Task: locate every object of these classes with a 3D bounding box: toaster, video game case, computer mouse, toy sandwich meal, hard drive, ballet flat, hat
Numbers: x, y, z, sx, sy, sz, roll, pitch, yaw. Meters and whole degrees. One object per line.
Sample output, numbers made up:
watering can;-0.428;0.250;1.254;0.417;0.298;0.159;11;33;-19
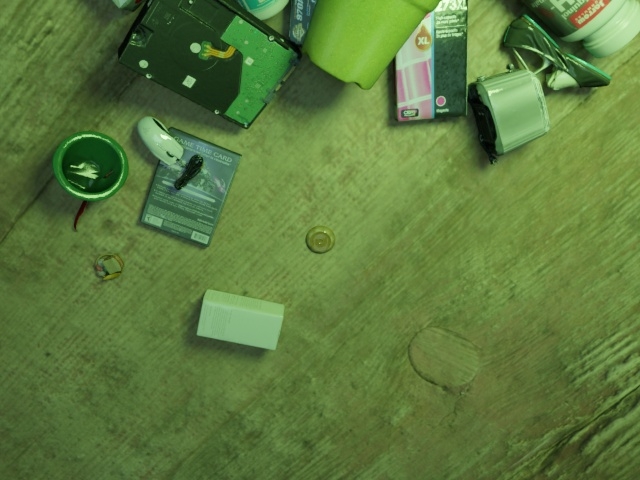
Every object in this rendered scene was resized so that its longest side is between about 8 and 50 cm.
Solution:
toaster;0.465;-0.313;1.238;0.146;0.129;0.227;-22;107;4
video game case;-0.347;-0.137;1.336;0.196;0.026;0.274;21;107;-8
computer mouse;-0.391;-0.227;1.267;0.106;0.042;0.193;-40;106;13
toy sandwich meal;-0.591;0.075;1.402;0.086;0.029;0.085;0;110;-1
hard drive;-0.237;-0.417;1.118;0.339;0.064;0.237;21;125;-39
ballet flat;0.565;-0.434;1.223;0.280;0.095;0.096;34;115;-2
hat;-0.626;-0.167;1.319;0.173;0.183;0.208;44;62;-21

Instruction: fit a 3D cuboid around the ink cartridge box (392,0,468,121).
ink cartridge box;0.262;-0.482;1.210;0.176;0.069;0.370;-5;107;0

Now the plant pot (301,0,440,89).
plant pot;0.092;-0.477;1.065;0.276;0.276;0.254;26;117;-10

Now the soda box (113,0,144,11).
soda box;-0.503;-0.658;1.108;0.091;0.098;0.286;-37;107;11

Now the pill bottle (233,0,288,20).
pill bottle;-0.167;-0.602;1.041;0.146;0.264;0.146;-6;68;16

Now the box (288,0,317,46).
box;0.018;-0.566;1.177;0.175;0.051;0.220;3;110;-3

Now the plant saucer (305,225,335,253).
plant saucer;0.000;0.000;1.397;0.083;0.015;0.083;0;109;-1

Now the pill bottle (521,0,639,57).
pill bottle;0.569;-0.565;1.124;0.318;0.176;0.176;36;105;-13

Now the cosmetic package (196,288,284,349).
cosmetic package;-0.228;0.227;1.438;0.231;0.085;0.117;13;109;-8
